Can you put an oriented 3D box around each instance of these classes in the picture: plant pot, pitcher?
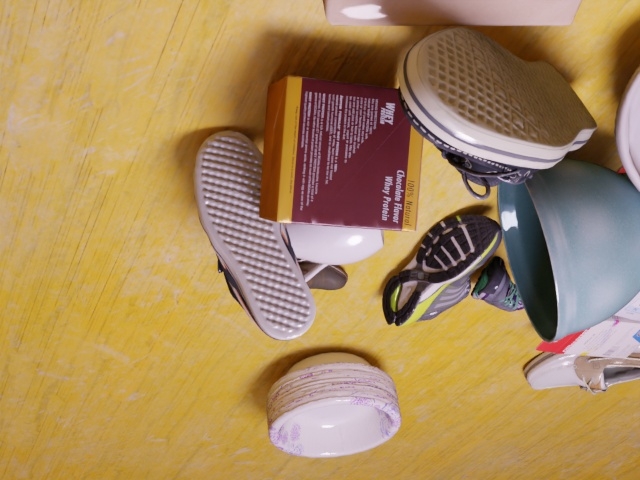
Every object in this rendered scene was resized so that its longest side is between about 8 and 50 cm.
[{"bbox_3d":[0.417,-0.004,1.328,0.196,0.293,0.293,-14,142,0],"label":"plant pot"},{"bbox_3d":[0.000,0.000,1.374,0.207,0.125,0.177,-7,129,8],"label":"pitcher"}]

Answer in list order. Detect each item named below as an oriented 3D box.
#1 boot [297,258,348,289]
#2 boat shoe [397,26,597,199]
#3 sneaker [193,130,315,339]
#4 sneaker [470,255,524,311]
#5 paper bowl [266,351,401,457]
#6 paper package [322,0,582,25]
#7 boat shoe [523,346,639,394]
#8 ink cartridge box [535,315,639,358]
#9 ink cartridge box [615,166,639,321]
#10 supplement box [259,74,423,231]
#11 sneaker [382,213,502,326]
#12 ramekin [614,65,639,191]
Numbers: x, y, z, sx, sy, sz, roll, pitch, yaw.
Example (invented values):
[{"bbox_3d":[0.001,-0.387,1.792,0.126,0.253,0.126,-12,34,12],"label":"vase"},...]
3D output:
[{"bbox_3d":[-0.047,0.086,1.496,0.219,0.106,0.082,10,139,-22],"label":"boot"},{"bbox_3d":[0.212,-0.145,1.053,0.156,0.186,0.500,-36,169,27],"label":"boat shoe"},{"bbox_3d":[-0.105,0.001,1.255,0.126,0.321,0.127,-18,172,-10],"label":"sneaker"},{"bbox_3d":[0.334,0.086,1.516,0.098,0.083,0.224,27,179,8],"label":"sneaker"},{"bbox_3d":[0.024,0.347,1.812,0.285,0.148,0.284,-6,143,-4],"label":"paper bowl"},{"bbox_3d":[0.153,-0.398,0.864,0.310,0.168,0.324,-1,141,-9],"label":"paper package"},{"bbox_3d":[0.609,0.284,1.880,0.302,0.103,0.113,-22,140,17],"label":"boat shoe"},{"bbox_3d":[0.566,0.175,1.752,0.231,0.078,0.134,7,139,-19],"label":"ink cartridge box"},{"bbox_3d":[0.600,-0.007,1.517,0.308,0.091,0.385,15,138,-27],"label":"ink cartridge box"},{"bbox_3d":[0.028,-0.114,1.156,0.194,0.191,0.129,3,-177,-15],"label":"supplement box"},{"bbox_3d":[0.233,0.053,1.530,0.121,0.111,0.300,1,147,-36],"label":"sneaker"},{"bbox_3d":[0.544,-0.161,1.186,0.273,0.127,0.272,1,98,4],"label":"ramekin"}]
